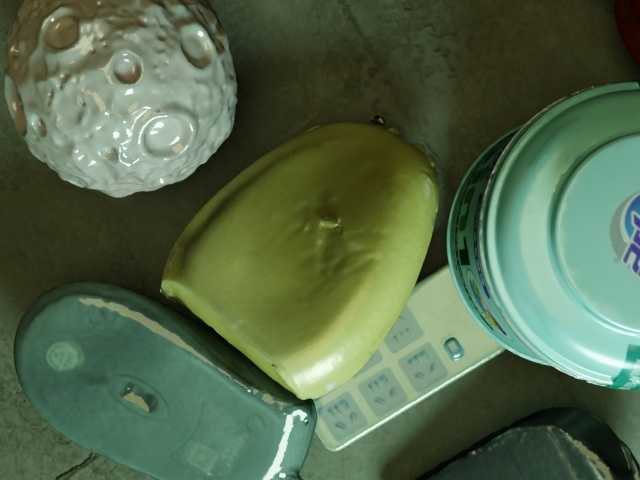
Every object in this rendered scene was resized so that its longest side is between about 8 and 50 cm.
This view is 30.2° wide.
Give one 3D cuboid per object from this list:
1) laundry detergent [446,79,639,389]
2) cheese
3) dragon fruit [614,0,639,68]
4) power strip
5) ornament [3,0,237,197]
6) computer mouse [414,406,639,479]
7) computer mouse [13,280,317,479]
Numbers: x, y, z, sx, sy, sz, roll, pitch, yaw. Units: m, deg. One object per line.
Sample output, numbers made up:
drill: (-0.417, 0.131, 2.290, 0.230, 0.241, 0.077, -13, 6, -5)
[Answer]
laundry detergent: (0.286, -0.004, 1.175, 0.287, 0.305, 0.287, 0, 88, -1)
cheese: (0.000, 0.000, 1.303, 0.259, 0.128, 0.316, 40, 79, 14)
dragon fruit: (0.431, -0.279, 1.256, 0.268, 0.130, 0.295, -11, 90, 7)
power strip: (0.086, 0.131, 1.354, 0.270, 0.046, 0.118, -32, 87, 6)
ornament: (-0.221, -0.173, 1.275, 0.225, 0.259, 0.259, -18, 89, -24)
computer mouse: (0.217, 0.297, 1.325, 0.295, 0.087, 0.168, -31, 84, 19)
computer mouse: (-0.167, 0.174, 1.349, 0.371, 0.122, 0.188, 32, 106, 1)
